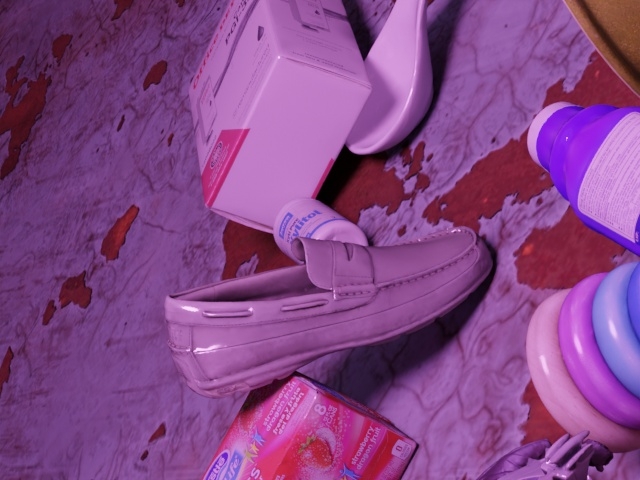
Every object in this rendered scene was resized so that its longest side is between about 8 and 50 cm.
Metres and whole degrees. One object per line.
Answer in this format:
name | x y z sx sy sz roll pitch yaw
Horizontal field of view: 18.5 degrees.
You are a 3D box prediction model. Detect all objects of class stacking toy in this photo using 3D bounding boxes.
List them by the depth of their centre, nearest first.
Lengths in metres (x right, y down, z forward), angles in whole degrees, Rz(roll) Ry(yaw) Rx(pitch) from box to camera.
stacking toy | 0.305 0.036 1.465 0.330 0.141 0.141 -39 35 44

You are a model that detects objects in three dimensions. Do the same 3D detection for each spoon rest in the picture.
spoon rest | 0.103 -0.214 2.100 0.276 0.084 0.137 -56 29 6

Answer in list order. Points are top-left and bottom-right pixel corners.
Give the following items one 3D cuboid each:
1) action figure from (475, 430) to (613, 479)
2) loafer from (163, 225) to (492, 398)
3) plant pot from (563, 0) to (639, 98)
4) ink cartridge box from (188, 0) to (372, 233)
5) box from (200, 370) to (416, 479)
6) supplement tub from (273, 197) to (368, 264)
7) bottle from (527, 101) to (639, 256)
action figure | 0.197 0.228 1.475 0.285 0.099 0.185 -168 61 -73
loafer | 0.008 0.046 1.841 0.319 0.111 0.112 -21 21 -13
plant pot | 0.372 -0.330 1.554 0.353 0.366 0.366 -27 42 27
ink cartridge box | -0.053 -0.169 2.213 0.283 0.117 0.207 -105 37 -58
box | -0.040 0.260 1.857 0.256 0.128 0.123 -61 29 0
supplement tub | 0.000 0.000 2.085 0.071 0.071 0.107 -60 29 2
bottle | 0.271 -0.053 1.678 0.118 0.092 0.283 -60 29 4
